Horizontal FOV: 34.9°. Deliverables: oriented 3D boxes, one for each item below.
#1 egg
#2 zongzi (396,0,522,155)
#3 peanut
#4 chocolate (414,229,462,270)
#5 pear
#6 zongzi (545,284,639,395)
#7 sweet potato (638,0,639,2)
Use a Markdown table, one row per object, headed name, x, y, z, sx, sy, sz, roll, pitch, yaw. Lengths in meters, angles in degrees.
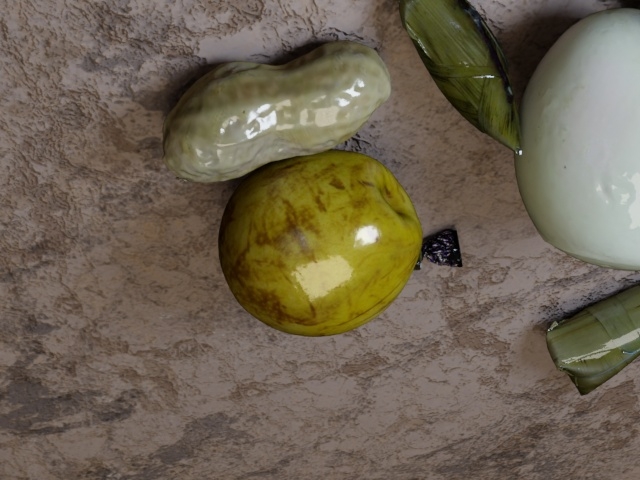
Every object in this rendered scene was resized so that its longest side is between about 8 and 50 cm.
| name | x | y | z | sx | sy | sz | roll | pitch | yaw |
| --- | --- | --- | --- | --- | --- | --- | --- | --- | --- |
| egg | 0.388 | -0.124 | 1.297 | 0.283 | 0.283 | 0.345 | -11 | 111 | 3 |
| zongzi | 0.173 | -0.222 | 1.262 | 0.094 | 0.204 | 0.205 | -29 | 131 | 18 |
| peanut | -0.059 | -0.170 | 1.335 | 0.313 | 0.149 | 0.149 | -14 | 136 | 2 |
| chocolate | 0.152 | 0.028 | 1.617 | 0.147 | 0.070 | 0.072 | -17 | 107 | 8 |
| pear | 0.000 | 0.000 | 1.424 | 0.281 | 0.280 | 0.280 | -4 | 136 | -4 |
| zongzi | 0.534 | 0.189 | 1.809 | 0.228 | 0.115 | 0.256 | -26 | 139 | 12 |
| sweet potato | 0.396 | -0.344 | 1.260 | 0.292 | 0.097 | 0.097 | 30 | 124 | -23 |
